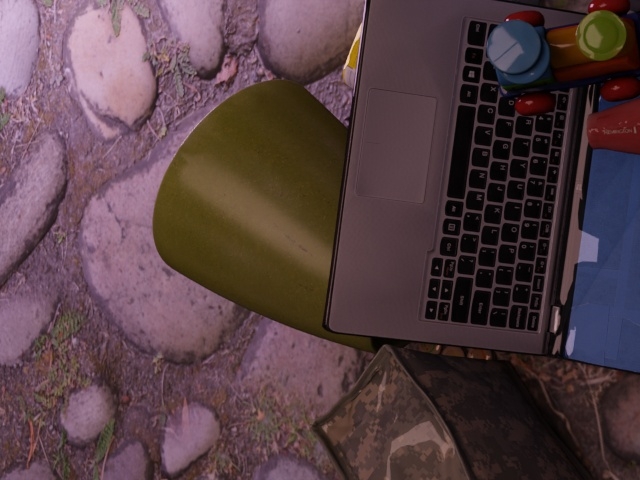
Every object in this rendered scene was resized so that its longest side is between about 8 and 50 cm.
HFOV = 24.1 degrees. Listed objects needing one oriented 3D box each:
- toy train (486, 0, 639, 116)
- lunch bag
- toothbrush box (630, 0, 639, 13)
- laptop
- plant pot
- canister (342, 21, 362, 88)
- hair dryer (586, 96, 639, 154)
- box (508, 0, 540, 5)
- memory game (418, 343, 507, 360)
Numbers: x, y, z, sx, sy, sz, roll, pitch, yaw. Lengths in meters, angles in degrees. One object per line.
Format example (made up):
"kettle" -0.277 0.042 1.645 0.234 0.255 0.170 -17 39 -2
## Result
"toy train" 0.285 -0.193 1.451 0.248 0.143 0.105 -9 87 15
"lunch bag" 0.166 0.268 1.581 0.169 0.235 0.287 -50 55 23
"toothbrush box" 0.282 -0.407 1.546 0.126 0.216 0.295 -28 67 38
"laptop" 0.246 -0.061 1.544 0.236 0.408 0.382 -169 86 -77
"plant pot" 0.000 0.000 1.765 0.293 0.275 0.275 37 112 31
"canister" 0.113 -0.203 1.787 0.170 0.073 0.126 38 112 41
"hair dryer" 0.384 -0.051 1.451 0.293 0.080 0.223 38 107 20
"box" 0.163 -0.335 1.719 0.181 0.119 0.182 32 108 40
"memory game" 0.168 0.066 1.751 0.186 0.012 0.186 -5 82 44
